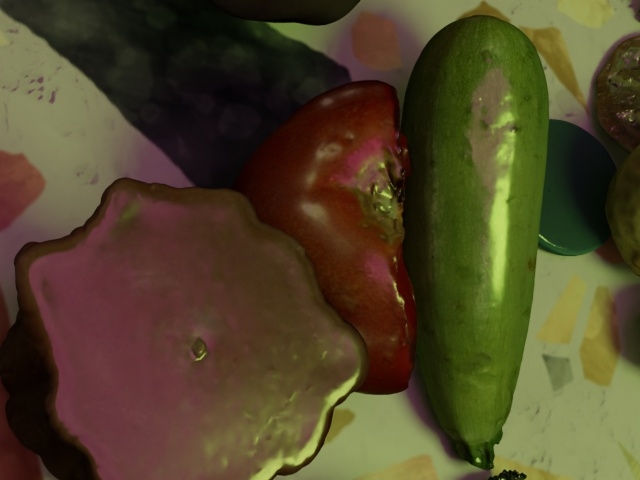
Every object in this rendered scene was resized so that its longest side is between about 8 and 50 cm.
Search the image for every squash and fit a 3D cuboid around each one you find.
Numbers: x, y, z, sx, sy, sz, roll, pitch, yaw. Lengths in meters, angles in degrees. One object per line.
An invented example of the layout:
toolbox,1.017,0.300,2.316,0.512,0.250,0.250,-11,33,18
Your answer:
squash,0.119,0.003,1.040,0.118,0.118,0.370,1,95,-23

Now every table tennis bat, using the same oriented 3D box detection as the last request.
table tennis bat,0.188,-0.065,1.135,0.201,0.033,0.124,28,69,-18

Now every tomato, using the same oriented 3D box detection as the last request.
tomato,0.000,0.000,0.964,0.140,0.200,0.233,-1,68,1

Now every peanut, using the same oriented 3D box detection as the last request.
peanut,0.320,-0.027,1.102,0.140,0.159,0.109,44,45,18

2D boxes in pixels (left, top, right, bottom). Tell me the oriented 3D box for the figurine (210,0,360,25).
figurine,-0.055,-0.339,0.995,0.206,0.218,0.365,-31,91,12

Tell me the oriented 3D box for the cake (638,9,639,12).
cake,0.384,-0.277,1.218,0.185,0.116,0.079,-27,89,-20

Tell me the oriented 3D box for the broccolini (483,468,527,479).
broccolini,0.187,0.291,1.052,0.067,0.058,0.216,-30,93,-28

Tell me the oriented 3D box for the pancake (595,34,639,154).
pancake,0.329,-0.131,1.183,0.152,0.025,0.151,-2,63,4

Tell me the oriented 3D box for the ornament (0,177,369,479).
ornament,-0.115,0.090,0.875,0.235,0.217,0.221,14,75,-20
